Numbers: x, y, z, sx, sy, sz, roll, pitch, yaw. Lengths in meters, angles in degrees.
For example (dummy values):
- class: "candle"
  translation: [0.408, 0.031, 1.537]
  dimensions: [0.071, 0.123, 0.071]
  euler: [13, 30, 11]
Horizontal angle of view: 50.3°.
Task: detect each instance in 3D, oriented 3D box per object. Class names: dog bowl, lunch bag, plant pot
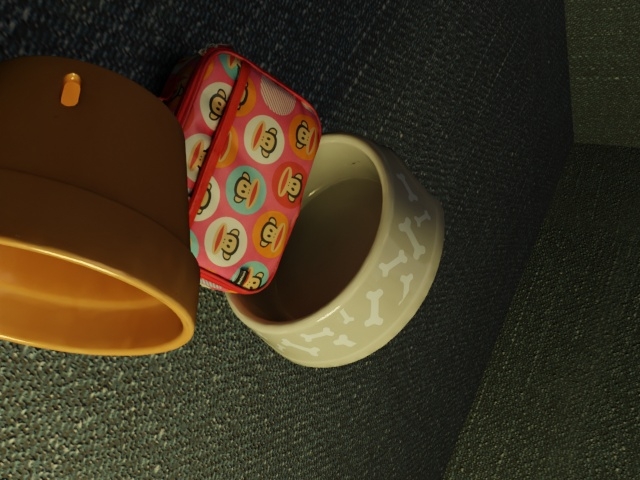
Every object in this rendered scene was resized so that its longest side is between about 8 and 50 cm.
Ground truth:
- class: "dog bowl"
  translation: [0.000, 0.000, 0.972]
  dimensions: [0.102, 0.349, 0.348]
  euler: [32, 72, -43]
- class: "lunch bag"
  translation: [-0.144, -0.095, 0.893]
  dimensions: [0.258, 0.120, 0.293]
  euler: [29, 73, -40]
- class: "plant pot"
  translation: [-0.246, -0.032, 0.639]
  dimensions: [0.291, 0.291, 0.203]
  euler: [45, 44, -53]
